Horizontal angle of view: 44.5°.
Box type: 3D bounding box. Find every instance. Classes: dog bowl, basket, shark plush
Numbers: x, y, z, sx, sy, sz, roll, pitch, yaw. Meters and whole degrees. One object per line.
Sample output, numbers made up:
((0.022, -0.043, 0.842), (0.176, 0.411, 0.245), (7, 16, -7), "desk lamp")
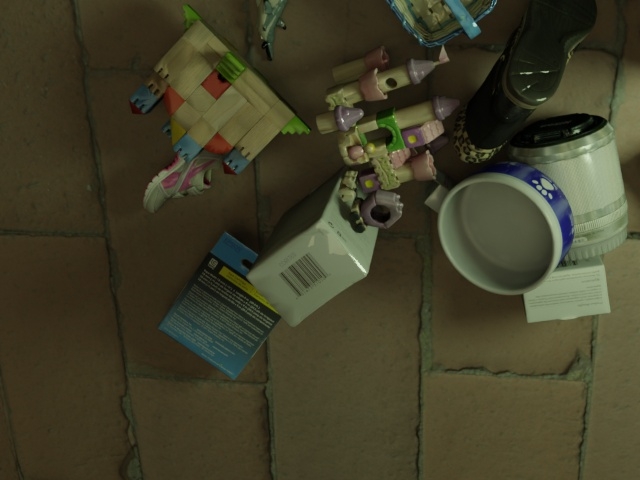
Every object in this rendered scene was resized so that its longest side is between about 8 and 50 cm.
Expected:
((0.382, -0.026, 1.619), (0.265, 0.104, 0.265), (21, 127, 30), "dog bowl")
((0.221, -0.514, 1.532), (0.201, 0.289, 0.254), (-32, 103, 18), "basket")
((-0.103, -0.478, 1.728), (0.067, 0.073, 0.161), (-5, 108, -21), "shark plush")

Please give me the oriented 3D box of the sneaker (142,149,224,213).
((-0.324, -0.143, 1.863), (0.111, 0.103, 0.252), (44, 112, -7), "sneaker")

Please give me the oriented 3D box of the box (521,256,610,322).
((0.543, 0.090, 1.770), (0.181, 0.182, 0.119), (-9, 107, 12), "box")

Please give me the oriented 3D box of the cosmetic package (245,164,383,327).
((0.000, 0.000, 1.714), (0.217, 0.385, 0.156), (-36, 100, 23), "cosmetic package")

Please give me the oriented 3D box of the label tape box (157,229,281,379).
((-0.216, 0.149, 1.954), (0.241, 0.106, 0.333), (35, 112, -5), "label tape box")

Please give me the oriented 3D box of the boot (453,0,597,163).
((0.415, -0.346, 1.615), (0.138, 0.377, 0.284), (29, 149, -2), "boot")

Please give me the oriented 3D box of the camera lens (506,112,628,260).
((0.529, -0.120, 1.670), (0.219, 0.219, 0.274), (-13, 108, 14), "camera lens")

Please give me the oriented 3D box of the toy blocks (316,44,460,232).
((0.171, -0.228, 1.616), (0.260, 0.309, 0.288), (-13, 121, 20), "toy blocks")

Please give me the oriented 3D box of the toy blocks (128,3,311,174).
((-0.244, -0.287, 1.723), (0.381, 0.191, 0.261), (44, 100, -8), "toy blocks")

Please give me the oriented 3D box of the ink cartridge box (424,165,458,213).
((0.298, -0.092, 1.782), (0.180, 0.104, 0.060), (36, 113, -5), "ink cartridge box")
